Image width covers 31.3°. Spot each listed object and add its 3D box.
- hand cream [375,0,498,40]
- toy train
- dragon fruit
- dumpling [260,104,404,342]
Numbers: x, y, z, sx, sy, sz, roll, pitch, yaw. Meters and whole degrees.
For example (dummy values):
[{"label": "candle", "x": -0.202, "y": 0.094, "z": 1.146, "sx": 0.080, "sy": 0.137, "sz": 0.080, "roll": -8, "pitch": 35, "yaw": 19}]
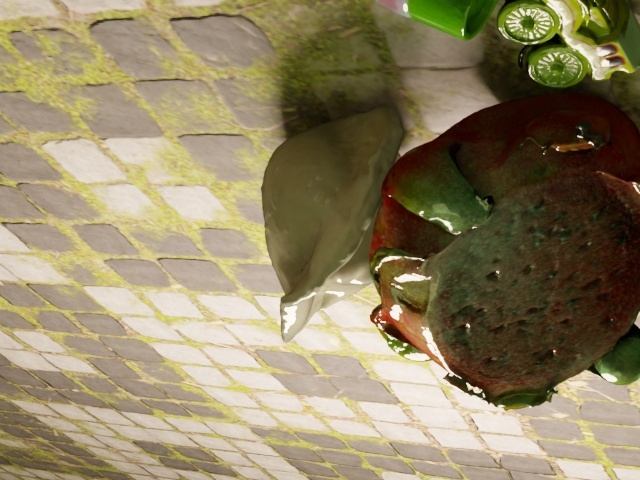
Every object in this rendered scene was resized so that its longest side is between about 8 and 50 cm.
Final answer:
[{"label": "hand cream", "x": -0.024, "y": -0.191, "z": 0.674, "sx": 0.275, "sy": 0.050, "sz": 0.079, "roll": 28, "pitch": 133, "yaw": 19}, {"label": "toy train", "x": 0.112, "y": -0.181, "z": 0.674, "sx": 0.085, "sy": 0.053, "sz": 0.250, "roll": -13, "pitch": 142, "yaw": 33}, {"label": "dragon fruit", "x": 0.159, "y": 0.007, "z": 0.877, "sx": 0.268, "sy": 0.130, "sz": 0.295, "roll": -35, "pitch": 128, "yaw": 5}, {"label": "dumpling", "x": 0.000, "y": 0.000, "z": 0.952, "sx": 0.131, "sy": 0.179, "sz": 0.252, "roll": 21, "pitch": 153, "yaw": -12}]
